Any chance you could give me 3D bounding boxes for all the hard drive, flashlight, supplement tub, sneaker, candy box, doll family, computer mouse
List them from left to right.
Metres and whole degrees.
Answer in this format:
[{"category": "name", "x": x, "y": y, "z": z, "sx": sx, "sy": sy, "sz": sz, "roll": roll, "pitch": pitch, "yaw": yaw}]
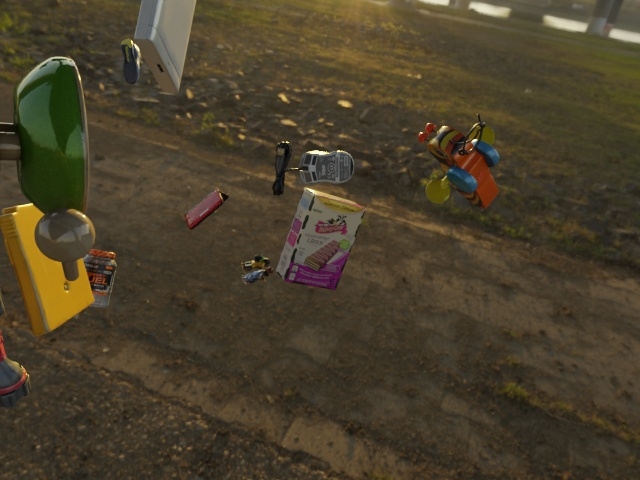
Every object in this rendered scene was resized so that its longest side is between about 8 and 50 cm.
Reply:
[{"category": "flashlight", "x": -0.697, "y": 0.223, "z": 1.061, "sx": 0.103, "sy": 0.304, "sz": 0.103, "roll": -13, "pitch": 38, "yaw": -35}, {"category": "supplement tub", "x": -0.778, "y": 0.130, "z": 1.723, "sx": 0.116, "sy": 0.191, "sz": 0.117, "roll": 9, "pitch": -6, "yaw": 1}, {"category": "sneaker", "x": -0.603, "y": -0.571, "z": 1.605, "sx": 0.053, "sy": 0.145, "sz": 0.059, "roll": -6, "pitch": -5, "yaw": 12}, {"category": "hard drive", "x": -0.352, "y": -0.565, "z": 1.175, "sx": 0.047, "sy": 0.354, "sz": 0.233, "roll": 6, "pitch": -12, "yaw": 0}, {"category": "doll family", "x": -0.225, "y": 0.106, "z": 1.795, "sx": 0.111, "sy": 0.076, "sz": 0.193, "roll": -14, "pitch": 33, "yaw": -3}, {"category": "computer mouse", "x": -0.015, "y": -0.148, "z": 1.027, "sx": 0.192, "sy": 0.106, "sz": 0.042, "roll": -5, "pitch": 11, "yaw": -34}, {"category": "candy box", "x": 0.000, "y": 0.000, "z": 1.271, "sx": 0.159, "sy": 0.234, "sz": 0.071, "roll": 12, "pitch": 13, "yaw": -30}]

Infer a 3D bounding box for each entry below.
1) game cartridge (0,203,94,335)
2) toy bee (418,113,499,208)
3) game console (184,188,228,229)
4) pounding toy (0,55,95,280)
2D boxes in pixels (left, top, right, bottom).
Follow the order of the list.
[{"category": "game cartridge", "x": -0.729, "y": 0.058, "z": 1.339, "sx": 0.052, "sy": 0.324, "sz": 0.285, "roll": -14, "pitch": 9, "yaw": -1}, {"category": "toy bee", "x": 0.298, "y": -0.190, "z": 1.067, "sx": 0.195, "sy": 0.298, "sz": 0.162, "roll": -37, "pitch": 54, "yaw": -19}, {"category": "game console", "x": -0.364, "y": -0.093, "z": 1.634, "sx": 0.085, "sy": 0.144, "sz": 0.124, "roll": 46, "pitch": 7, "yaw": -43}, {"category": "pounding toy", "x": -0.316, "y": -0.079, "z": 0.525, "sx": 0.110, "sy": 0.237, "sz": 0.183, "roll": -5, "pitch": -11, "yaw": -33}]
